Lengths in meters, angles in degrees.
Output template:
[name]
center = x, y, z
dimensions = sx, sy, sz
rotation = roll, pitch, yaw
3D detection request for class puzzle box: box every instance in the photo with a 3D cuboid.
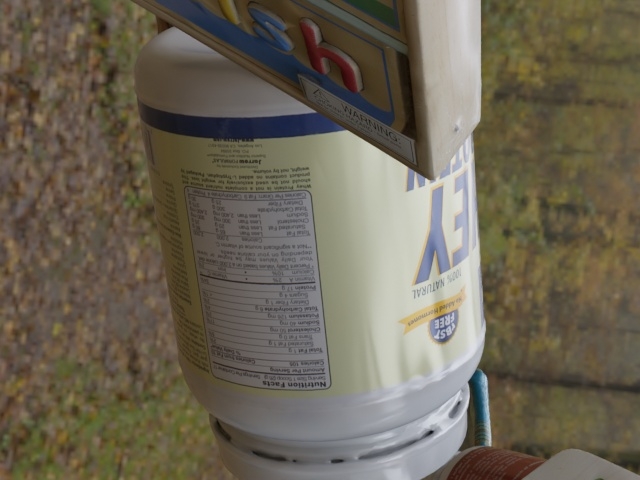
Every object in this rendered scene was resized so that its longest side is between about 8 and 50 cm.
[puzzle box]
center = -0.099, -0.201, 0.604
dimensions = 0.052, 0.408, 0.272
rotation = -53, 160, -14

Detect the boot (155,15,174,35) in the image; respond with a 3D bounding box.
[boot]
center = -0.145, -0.303, 1.642
dimensions = 0.090, 0.206, 0.249
rotation = 1, 98, -54

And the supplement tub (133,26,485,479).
[supplement tub]
center = 0.000, 0.000, 0.865
dimensions = 0.235, 0.235, 0.325
rotation = -68, 154, -66

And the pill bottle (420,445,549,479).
[pill bottle]
center = 0.198, 0.283, 1.238
dimensions = 0.216, 0.121, 0.121
rotation = 0, -98, 62

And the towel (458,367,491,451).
[towel]
center = 0.216, 0.396, 1.689
dimensions = 0.370, 0.040, 0.272
rotation = -81, 175, -57

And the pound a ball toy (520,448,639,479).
[pound a ball toy]
center = 0.266, 0.308, 0.847
dimensions = 0.319, 0.135, 0.208
rotation = 18, -42, 63
